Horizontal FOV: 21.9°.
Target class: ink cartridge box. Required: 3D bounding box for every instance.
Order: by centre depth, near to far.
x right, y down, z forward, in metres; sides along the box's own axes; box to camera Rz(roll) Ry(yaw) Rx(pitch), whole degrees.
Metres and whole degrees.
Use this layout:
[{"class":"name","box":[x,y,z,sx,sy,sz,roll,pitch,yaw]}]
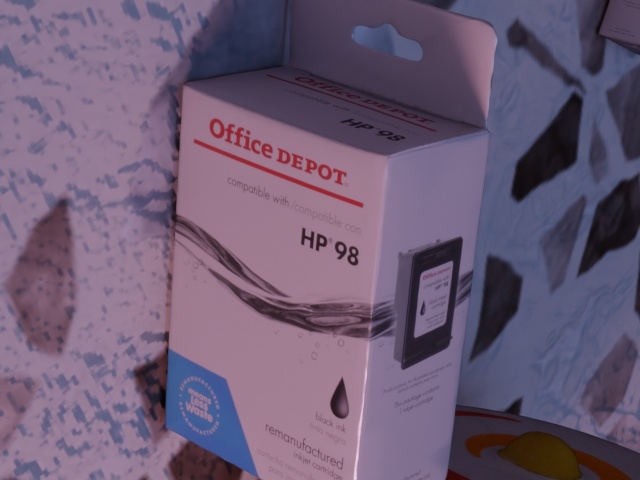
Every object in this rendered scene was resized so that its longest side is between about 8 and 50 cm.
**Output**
[{"class":"ink cartridge box","box":[0.000,0.000,0.612,0.060,0.104,0.180,-17,119,-45]},{"class":"ink cartridge box","box":[0.173,-0.134,0.821,0.048,0.028,0.083,14,96,-53]}]

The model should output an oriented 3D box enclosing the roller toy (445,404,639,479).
[{"class":"roller toy","box":[0.082,0.153,0.715,0.209,0.191,0.146,1,106,-51]}]
